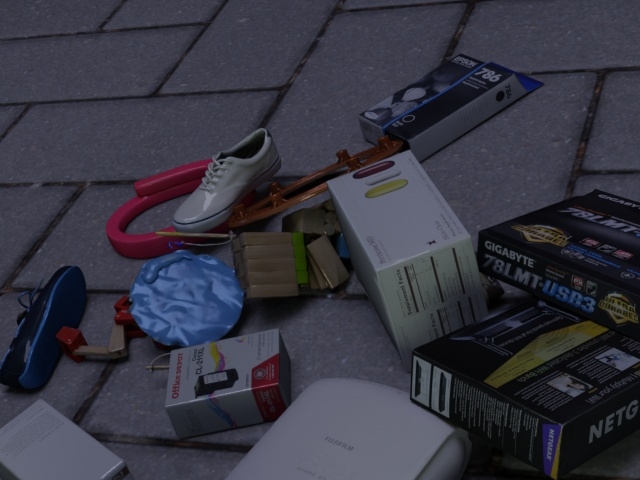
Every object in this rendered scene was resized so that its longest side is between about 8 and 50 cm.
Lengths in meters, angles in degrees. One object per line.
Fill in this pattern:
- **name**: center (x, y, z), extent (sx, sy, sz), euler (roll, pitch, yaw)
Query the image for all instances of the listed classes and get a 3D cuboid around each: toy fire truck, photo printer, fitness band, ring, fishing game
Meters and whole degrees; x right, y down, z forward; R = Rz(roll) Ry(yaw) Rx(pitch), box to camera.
- **toy fire truck**: center (-0.325, 0.153, 1.919), extent (0.192, 0.047, 0.135), euler (12, 45, 34)
- **photo printer**: center (0.030, 0.308, 1.502), extent (0.256, 0.107, 0.307), euler (15, 47, 38)
- **fitness band**: center (-0.262, -0.059, 2.181), extent (0.291, 0.054, 0.209), euler (-19, 38, 0)
- **ring**: center (-0.014, -0.107, 2.017), extent (0.337, 0.032, 0.336), euler (-24, 8, 3)
- **fishing game**: center (-0.218, 0.098, 1.885), extent (0.189, 0.041, 0.264), euler (-2, 57, -6)

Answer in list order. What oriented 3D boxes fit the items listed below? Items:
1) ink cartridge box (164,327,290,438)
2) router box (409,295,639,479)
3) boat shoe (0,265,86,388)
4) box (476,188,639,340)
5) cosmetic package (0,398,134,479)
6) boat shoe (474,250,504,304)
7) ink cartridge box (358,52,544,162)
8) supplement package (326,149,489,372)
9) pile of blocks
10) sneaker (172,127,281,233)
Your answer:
- **ink cartridge box**: center (-0.137, 0.213, 1.734), extent (0.175, 0.072, 0.127), euler (-12, 37, 7)
- **router box**: center (0.308, 0.170, 1.509), extent (0.309, 0.081, 0.243), euler (-19, 30, -37)
- **boat shoe**: center (-0.478, 0.135, 1.963), extent (0.089, 0.109, 0.258), euler (-7, 35, 22)
- **box**: center (0.427, 0.023, 1.668), extent (0.293, 0.073, 0.296), euler (-20, 31, -37)
- **cosmetic package**: center (-0.375, 0.330, 1.674), extent (0.117, 0.085, 0.231), euler (-38, 42, -26)
- **boat shoe**: center (0.241, 0.046, 1.816), extent (0.049, 0.056, 0.152), euler (-17, 44, -6)
- **ink cartridge box**: center (0.251, -0.271, 2.228), extent (0.333, 0.065, 0.165), euler (-32, 37, -21)
- **supplement package**: center (0.132, 0.026, 1.755), extent (0.145, 0.204, 0.262), euler (-22, 36, -4)
- **pile of blocks**: center (0.000, 0.000, 1.951), extent (0.362, 0.149, 0.113), euler (-29, 4, -27)
- **sneaker**: center (-0.177, -0.111, 2.092), extent (0.094, 0.091, 0.258), euler (19, 50, 36)
